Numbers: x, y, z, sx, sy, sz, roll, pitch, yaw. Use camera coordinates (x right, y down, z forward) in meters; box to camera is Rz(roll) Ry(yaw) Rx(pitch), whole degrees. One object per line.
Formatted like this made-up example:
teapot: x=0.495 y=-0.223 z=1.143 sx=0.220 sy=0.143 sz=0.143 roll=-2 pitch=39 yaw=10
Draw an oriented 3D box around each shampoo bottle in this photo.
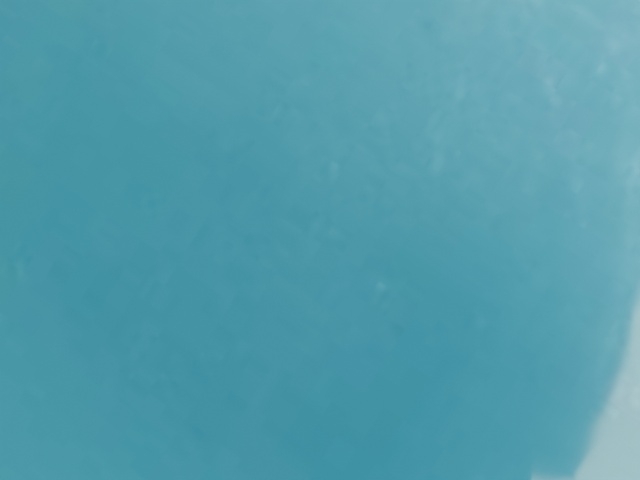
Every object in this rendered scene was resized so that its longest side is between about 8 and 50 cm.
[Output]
shampoo bottle: x=0.000 y=0.000 z=0.505 sx=0.331 sy=0.342 sz=0.331 roll=-2 pitch=86 yaw=23
